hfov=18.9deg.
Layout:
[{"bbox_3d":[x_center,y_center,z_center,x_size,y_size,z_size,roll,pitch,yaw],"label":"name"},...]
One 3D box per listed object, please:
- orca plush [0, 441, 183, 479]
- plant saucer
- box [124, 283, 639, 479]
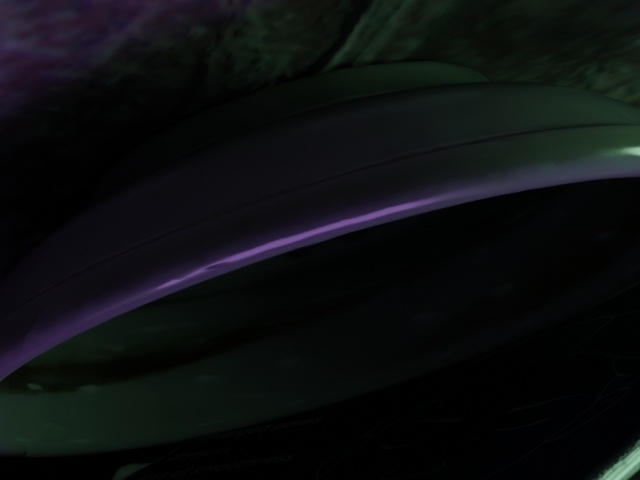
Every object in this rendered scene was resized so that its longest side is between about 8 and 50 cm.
[{"bbox_3d":[-0.205,0.085,1.087,0.287,0.151,0.102,-1,128,-6],"label":"orca plush"},{"bbox_3d":[0.000,0.000,0.946,0.400,0.101,0.400,-16,166,-4],"label":"plant saucer"},{"bbox_3d":[0.080,0.231,1.087,0.480,0.297,0.471,-14,-168,44],"label":"box"}]
